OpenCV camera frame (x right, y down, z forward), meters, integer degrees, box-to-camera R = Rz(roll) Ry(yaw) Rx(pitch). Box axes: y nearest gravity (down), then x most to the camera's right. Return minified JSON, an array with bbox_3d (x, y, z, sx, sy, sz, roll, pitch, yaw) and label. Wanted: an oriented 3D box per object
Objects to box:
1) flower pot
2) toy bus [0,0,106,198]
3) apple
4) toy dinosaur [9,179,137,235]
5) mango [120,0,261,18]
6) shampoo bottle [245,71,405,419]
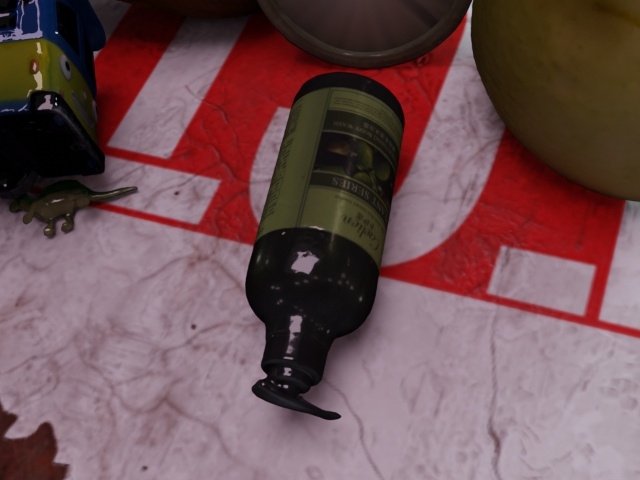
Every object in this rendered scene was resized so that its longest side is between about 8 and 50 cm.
[{"bbox_3d":[0.051,-0.303,0.867,0.212,0.212,0.202,1,41,11],"label":"flower pot"},{"bbox_3d":[-0.343,-0.132,0.788,0.288,0.138,0.175,-6,69,3],"label":"toy bus"},{"bbox_3d":[0.266,-0.203,0.717,0.258,0.233,0.295,33,66,24],"label":"apple"},{"bbox_3d":[-0.228,-0.040,0.817,0.120,0.029,0.060,-20,43,-5],"label":"toy dinosaur"},{"bbox_3d":[-0.175,-0.312,0.886,0.287,0.201,0.152,12,88,-9],"label":"mango"},{"bbox_3d":[0.000,0.000,0.703,0.101,0.101,0.283,5,57,13],"label":"shampoo bottle"}]
